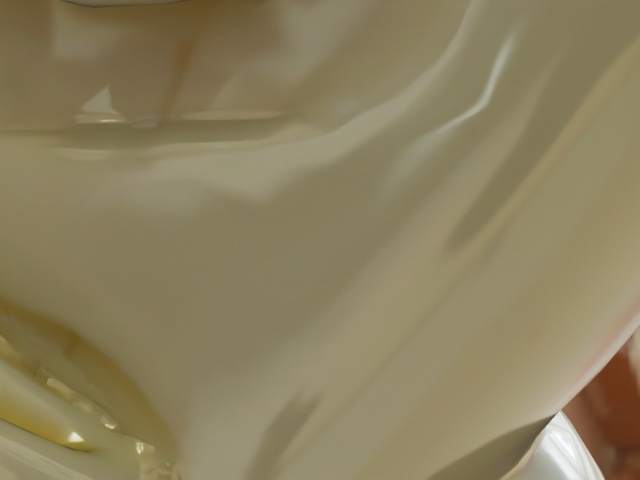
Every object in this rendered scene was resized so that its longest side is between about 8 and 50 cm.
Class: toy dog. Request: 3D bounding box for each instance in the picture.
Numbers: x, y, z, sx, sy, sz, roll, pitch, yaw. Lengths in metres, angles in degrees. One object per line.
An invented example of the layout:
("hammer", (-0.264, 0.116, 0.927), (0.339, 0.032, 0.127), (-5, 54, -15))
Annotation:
("toy dog", (0.000, 0.000, 0.496), (0.284, 0.395, 0.408), (-78, 174, -68))
